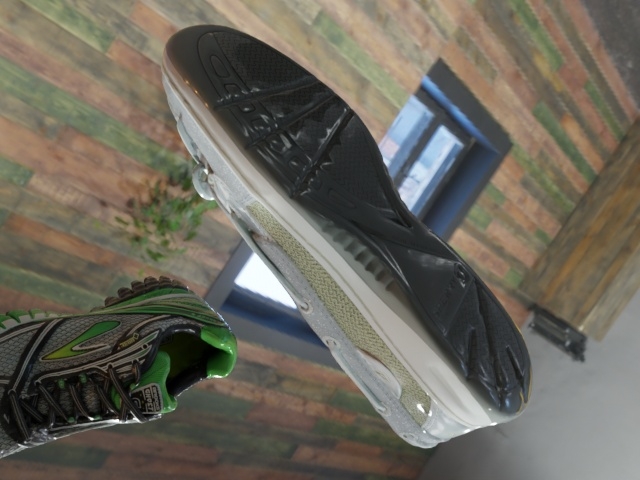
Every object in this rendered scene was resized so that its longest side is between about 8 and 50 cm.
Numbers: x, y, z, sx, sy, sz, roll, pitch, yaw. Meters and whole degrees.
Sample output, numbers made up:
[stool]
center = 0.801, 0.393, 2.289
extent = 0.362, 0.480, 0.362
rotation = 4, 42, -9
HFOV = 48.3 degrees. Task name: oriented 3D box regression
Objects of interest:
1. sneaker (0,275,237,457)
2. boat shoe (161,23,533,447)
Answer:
[sneaker]
center = -0.235, 0.133, 0.728
extent = 0.146, 0.134, 0.343
rotation = 22, -147, 40
[boat shoe]
center = 0.002, 0.000, 0.467
extent = 0.320, 0.103, 0.118
rotation = 48, -141, -2
